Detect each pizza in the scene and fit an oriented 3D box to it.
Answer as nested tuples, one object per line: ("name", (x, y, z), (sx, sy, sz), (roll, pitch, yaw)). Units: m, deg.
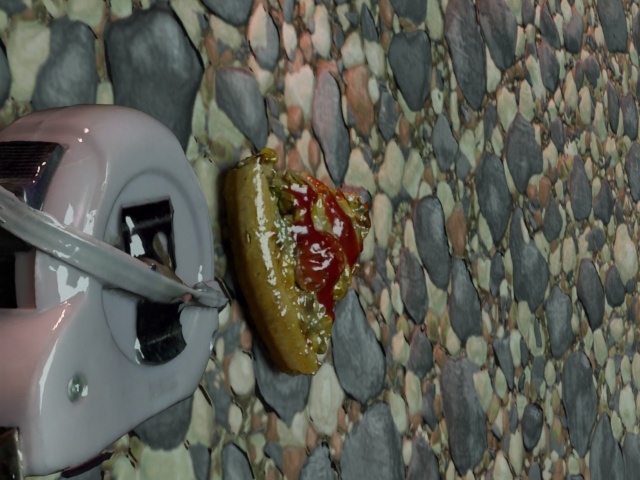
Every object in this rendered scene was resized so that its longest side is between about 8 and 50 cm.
("pizza", (0.000, 0.000, 0.964), (0.199, 0.062, 0.188), (-41, 121, -56))

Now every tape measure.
("tape measure", (-0.134, 0.020, 0.679), (0.236, 0.120, 0.197), (-20, 109, -67))
